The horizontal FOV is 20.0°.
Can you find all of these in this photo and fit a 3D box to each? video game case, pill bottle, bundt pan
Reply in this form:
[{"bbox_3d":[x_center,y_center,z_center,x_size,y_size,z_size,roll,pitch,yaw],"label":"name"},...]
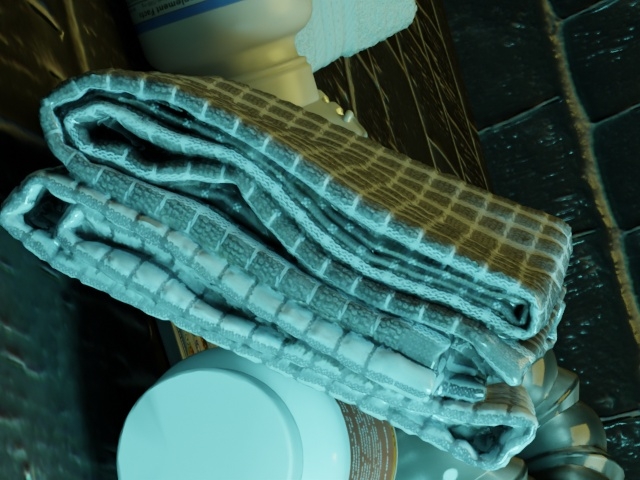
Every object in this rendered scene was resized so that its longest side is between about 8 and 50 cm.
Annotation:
[{"bbox_3d":[-0.079,0.058,1.153,0.122,0.011,0.087,-36,110,-79],"label":"video game case"},{"bbox_3d":[-0.034,0.118,0.995,0.216,0.121,0.121,26,48,-76],"label":"pill bottle"},{"bbox_3d":[-0.077,-0.188,1.242,0.124,0.124,0.221,-51,123,-77],"label":"pill bottle"},{"bbox_3d":[0.139,0.177,1.474,0.331,0.124,0.331,41,31,-31],"label":"bundt pan"}]

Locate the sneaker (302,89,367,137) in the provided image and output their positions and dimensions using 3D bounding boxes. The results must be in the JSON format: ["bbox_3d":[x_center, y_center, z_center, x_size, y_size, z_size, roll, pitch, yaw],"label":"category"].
[{"bbox_3d":[-0.018,-0.059,1.332,0.111,0.129,0.297,60,15,-45],"label":"sneaker"}]

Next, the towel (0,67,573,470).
[{"bbox_3d":[0.000,0.000,0.968,0.121,0.283,0.235,-65,174,6],"label":"towel"}]

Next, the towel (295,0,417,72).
[{"bbox_3d":[0.001,-0.259,1.469,0.049,0.187,0.282,35,-36,40],"label":"towel"}]
